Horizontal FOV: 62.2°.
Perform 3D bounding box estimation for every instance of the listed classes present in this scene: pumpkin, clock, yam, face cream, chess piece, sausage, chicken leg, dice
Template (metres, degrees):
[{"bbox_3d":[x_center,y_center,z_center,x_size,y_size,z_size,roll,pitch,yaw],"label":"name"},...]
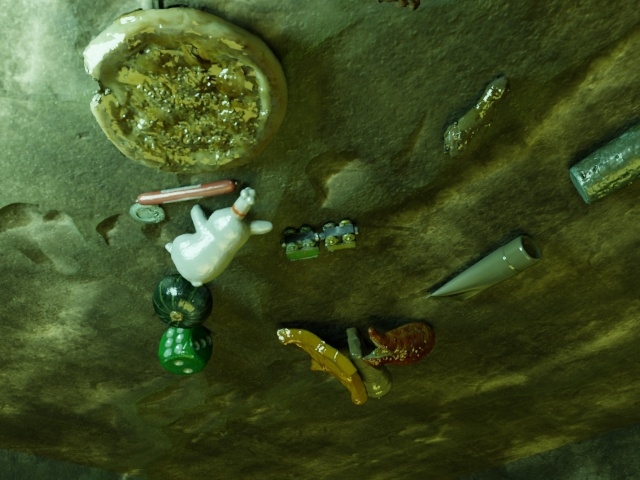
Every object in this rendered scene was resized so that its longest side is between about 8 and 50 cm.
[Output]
[{"bbox_3d":[-0.381,0.168,1.464,0.167,0.125,0.167,-3,137,-3],"label":"pumpkin"},{"bbox_3d":[-0.417,-0.066,1.277,0.083,0.010,0.074,-1,140,-2],"label":"clock"},{"bbox_3d":[0.651,-0.164,1.175,0.107,0.107,0.194,29,131,-32],"label":"yam"},{"bbox_3d":[0.459,0.100,1.494,0.137,0.084,0.341,11,145,-30],"label":"face cream"},{"bbox_3d":[0.149,0.411,1.779,0.137,0.137,0.301,-14,139,11],"label":"chess piece"},{"bbox_3d":[-0.309,-0.109,1.218,0.253,0.034,0.034,-8,139,5],"label":"sausage"},{"bbox_3d":[0.319,-0.247,1.084,0.085,0.069,0.198,16,129,-24],"label":"chicken leg"},{"bbox_3d":[-0.422,0.337,1.655,0.131,0.128,0.120,-19,135,19],"label":"dice"},{"bbox_3d":[0.020,0.391,1.704,0.258,0.095,0.290,24,157,38],"label":"pumpkin"}]

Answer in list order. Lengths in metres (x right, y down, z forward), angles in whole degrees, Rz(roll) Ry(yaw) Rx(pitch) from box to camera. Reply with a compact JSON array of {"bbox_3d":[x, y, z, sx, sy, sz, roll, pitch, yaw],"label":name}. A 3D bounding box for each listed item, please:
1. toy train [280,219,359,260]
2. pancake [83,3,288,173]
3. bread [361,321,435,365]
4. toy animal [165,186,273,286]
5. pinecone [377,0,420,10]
[{"bbox_3d":[0.000,0.000,1.350,0.202,0.060,0.081,-9,146,6],"label":"toy train"},{"bbox_3d":[-0.259,-0.264,1.014,0.382,0.071,0.382,-3,139,-2],"label":"pancake"},{"bbox_3d":[0.256,0.333,1.681,0.269,0.095,0.139,-2,103,-34],"label":"bread"},{"bbox_3d":[-0.232,-0.023,1.265,0.282,0.138,0.140,-48,135,12],"label":"toy animal"},{"bbox_3d":[0.111,-0.443,0.772,0.179,0.150,0.195,18,134,-23],"label":"pinecone"}]
